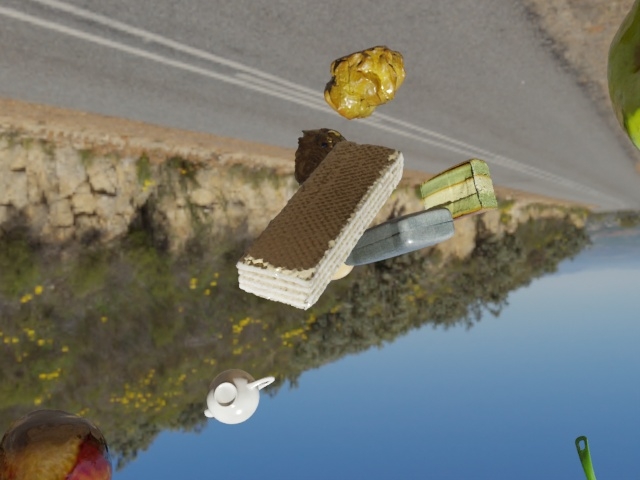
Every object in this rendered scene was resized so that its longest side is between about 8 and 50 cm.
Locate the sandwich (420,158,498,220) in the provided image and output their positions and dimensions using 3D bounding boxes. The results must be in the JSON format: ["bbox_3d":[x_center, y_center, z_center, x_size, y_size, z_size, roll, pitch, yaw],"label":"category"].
[{"bbox_3d":[0.288,-0.103,1.645,0.187,0.117,0.144,-16,173,32],"label":"sandwich"}]

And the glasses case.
[{"bbox_3d":[0.159,-0.004,1.598,0.131,0.074,0.323,-15,177,-24],"label":"glasses case"}]

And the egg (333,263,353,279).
[{"bbox_3d":[0.000,0.000,1.989,0.201,0.244,0.201,-32,-157,16],"label":"egg"}]

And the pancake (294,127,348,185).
[{"bbox_3d":[0.023,-0.267,2.313,0.212,0.257,0.056,-8,147,16],"label":"pancake"}]

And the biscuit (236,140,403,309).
[{"bbox_3d":[0.012,-0.047,1.284,0.144,0.078,0.426,15,-140,21],"label":"biscuit"}]

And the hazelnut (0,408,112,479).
[{"bbox_3d":[-0.523,0.442,1.438,0.229,0.230,0.229,-2,177,0],"label":"hazelnut"}]

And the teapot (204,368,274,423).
[{"bbox_3d":[-0.229,0.416,1.989,0.226,0.145,0.092,-24,162,8],"label":"teapot"}]

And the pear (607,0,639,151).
[{"bbox_3d":[0.629,-0.247,1.069,0.391,0.391,0.391,-2,177,0],"label":"pear"}]

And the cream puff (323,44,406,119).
[{"bbox_3d":[0.064,-0.223,1.046,0.122,0.094,0.116,-13,-171,-2],"label":"cream puff"}]

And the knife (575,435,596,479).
[{"bbox_3d":[0.574,0.494,1.553,0.078,0.166,0.022,-30,147,33],"label":"knife"}]
